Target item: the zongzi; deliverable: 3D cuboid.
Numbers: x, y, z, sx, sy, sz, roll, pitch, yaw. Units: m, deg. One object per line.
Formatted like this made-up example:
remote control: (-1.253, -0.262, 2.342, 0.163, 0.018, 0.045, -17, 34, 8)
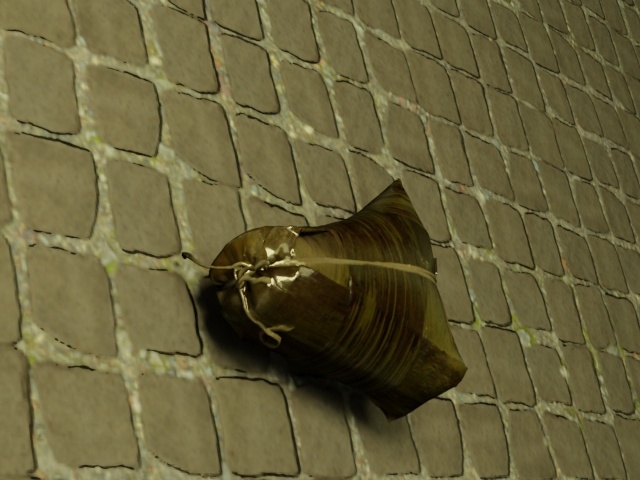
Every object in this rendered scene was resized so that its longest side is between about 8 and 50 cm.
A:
zongzi: (0.000, 0.000, 1.027, 0.247, 0.111, 0.241, 29, 39, -38)
